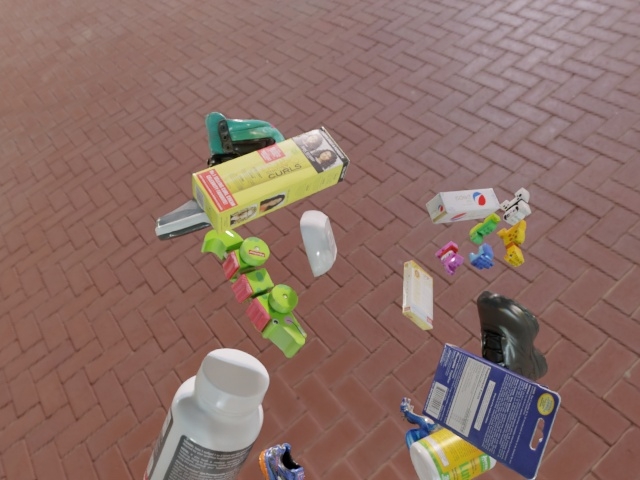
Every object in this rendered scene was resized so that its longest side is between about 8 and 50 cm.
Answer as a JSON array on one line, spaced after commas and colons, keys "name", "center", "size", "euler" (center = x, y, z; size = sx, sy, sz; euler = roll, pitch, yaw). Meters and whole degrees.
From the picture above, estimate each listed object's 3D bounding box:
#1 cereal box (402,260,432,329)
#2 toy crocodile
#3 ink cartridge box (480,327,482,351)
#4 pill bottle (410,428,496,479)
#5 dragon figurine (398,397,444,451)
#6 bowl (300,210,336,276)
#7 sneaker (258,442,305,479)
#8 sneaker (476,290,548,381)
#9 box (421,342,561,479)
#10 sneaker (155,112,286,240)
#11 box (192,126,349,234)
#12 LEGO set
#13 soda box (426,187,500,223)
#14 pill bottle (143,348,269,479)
[{"name": "cereal box", "center": [0.402, 0.225, 2.042], "size": [0.047, 0.173, 0.240], "euler": [-19, 46, 36]}, {"name": "toy crocodile", "center": [-0.148, 0.110, 1.116], "size": [0.105, 0.115, 0.341], "euler": [-17, 67, -45]}, {"name": "ink cartridge box", "center": [0.491, 0.280, 1.352], "size": [0.060, 0.104, 0.180], "euler": [-1, 86, -15]}, {"name": "pill bottle", "center": [0.376, 0.560, 1.323], "size": [0.245, 0.136, 0.136], "euler": [-19, 48, -15]}, {"name": "dragon figurine", "center": [0.338, 0.662, 1.636], "size": [0.144, 0.085, 0.289], "euler": [-22, 55, 27]}, {"name": "bowl", "center": [0.000, 0.000, 1.155], "size": [0.053, 0.142, 0.142], "euler": [-14, 14, 9]}, {"name": "sneaker", "center": [-0.071, 0.603, 1.225], "size": [0.087, 0.083, 0.221], "euler": [-44, 63, 14]}, {"name": "sneaker", "center": [0.380, 0.225, 1.018], "size": [0.130, 0.286, 0.109], "euler": [-42, 28, -21]}, {"name": "box", "center": [0.276, 0.272, 0.814], "size": [0.225, 0.036, 0.136], "euler": [17, 87, 56]}, {"name": "sneaker", "center": [-0.182, -0.130, 0.887], "size": [0.295, 0.178, 0.124], "euler": [-28, 7, -20]}, {"name": "box", "center": [-0.074, -0.097, 0.772], "size": [0.232, 0.058, 0.087], "euler": [-25, 67, -23]}, {"name": "LEGO set", "center": [0.343, 0.014, 0.980], "size": [0.227, 0.087, 0.093], "euler": [-45, 27, 36]}, {"name": "soda box", "center": [0.425, -0.102, 1.476], "size": [0.216, 0.074, 0.069], "euler": [-7, 69, -28]}, {"name": "pill bottle", "center": [-0.216, 0.373, 0.963], "size": [0.176, 0.319, 0.176], "euler": [22, 21, -9]}]
